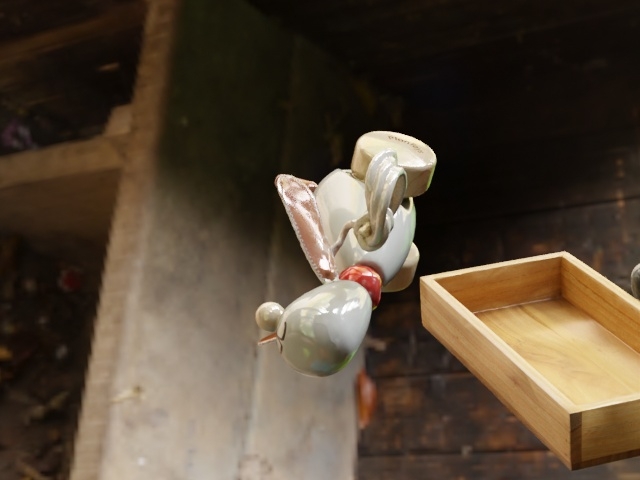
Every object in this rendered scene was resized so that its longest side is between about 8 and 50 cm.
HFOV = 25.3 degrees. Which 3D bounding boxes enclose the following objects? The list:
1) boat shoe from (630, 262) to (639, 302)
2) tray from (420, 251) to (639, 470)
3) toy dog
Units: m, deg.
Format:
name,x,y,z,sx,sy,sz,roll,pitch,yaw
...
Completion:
name,x,y,z,sx,sy,sz,roll,pitch,yaw
boat shoe,0.477,0.096,1.830,0.306,0.105,0.113,25,77,-56
tray,0.283,0.124,1.623,0.203,0.411,0.076,-10,110,-15
toy dog,0.000,0.000,1.354,0.333,0.161,0.220,-23,126,-76
